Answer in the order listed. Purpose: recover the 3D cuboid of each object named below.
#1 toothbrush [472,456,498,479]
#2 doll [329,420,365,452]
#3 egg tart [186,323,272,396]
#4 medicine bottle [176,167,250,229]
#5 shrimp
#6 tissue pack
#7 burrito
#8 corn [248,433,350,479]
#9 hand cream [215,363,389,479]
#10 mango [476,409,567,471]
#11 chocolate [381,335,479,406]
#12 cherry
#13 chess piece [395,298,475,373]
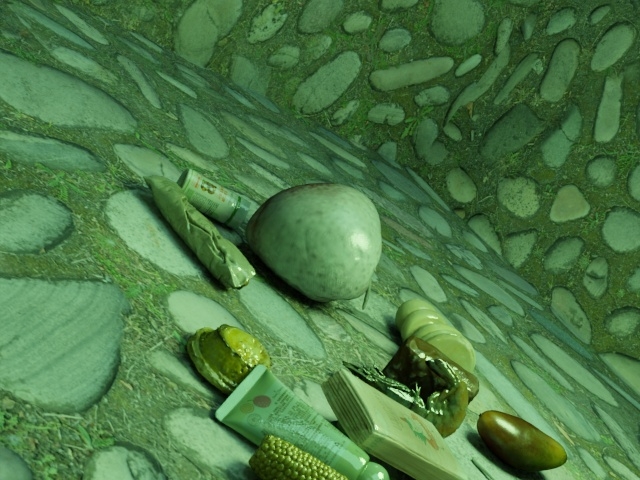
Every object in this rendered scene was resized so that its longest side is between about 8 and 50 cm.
[{"bbox_3d":[0.403,0.552,1.879,0.204,0.022,0.017,44,15,34],"label":"toothbrush"},{"bbox_3d":[0.040,0.367,1.588,0.076,0.050,0.083,39,15,-17],"label":"doll"},{"bbox_3d":[-0.154,0.218,1.577,0.191,0.074,0.191,36,16,-12],"label":"egg tart"},{"bbox_3d":[-0.278,-0.106,2.182,0.183,0.086,0.086,29,18,-22],"label":"medicine bottle"},{"bbox_3d":[0.194,0.311,1.865,0.296,0.169,0.058,36,-10,-5],"label":"shrimp"},{"bbox_3d":[0.147,0.374,1.658,0.325,0.071,0.170,38,13,-40],"label":"tissue pack"},{"bbox_3d":[-0.277,-0.022,1.970,0.392,0.076,0.117,45,18,29],"label":"burrito"},{"bbox_3d":[0.005,0.404,1.355,0.260,0.091,0.091,37,54,2],"label":"corn"},{"bbox_3d":[-0.023,0.344,1.457,0.306,0.093,0.147,38,45,7],"label":"hand cream"},{"bbox_3d":[0.478,0.487,2.041,0.267,0.111,0.133,28,3,-24],"label":"mango"},{"bbox_3d":[0.248,0.332,1.948,0.214,0.148,0.093,35,22,4],"label":"chocolate"},{"bbox_3d":[0.001,0.009,2.134,0.334,0.291,0.326,3,43,-30],"label":"cherry"},{"bbox_3d":[0.284,0.250,2.244,0.167,0.167,0.300,31,13,-19],"label":"chess piece"}]
